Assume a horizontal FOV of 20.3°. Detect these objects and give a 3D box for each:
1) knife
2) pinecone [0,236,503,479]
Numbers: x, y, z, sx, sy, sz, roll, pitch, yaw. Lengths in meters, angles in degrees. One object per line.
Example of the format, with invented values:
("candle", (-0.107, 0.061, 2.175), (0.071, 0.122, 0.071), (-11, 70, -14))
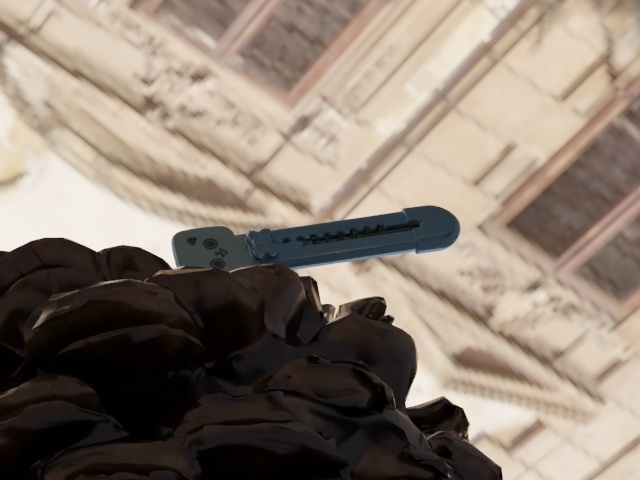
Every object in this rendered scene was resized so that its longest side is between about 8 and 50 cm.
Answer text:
("knife", (0.000, 0.000, 0.573), (0.096, 0.010, 0.027), (-8, -132, -16))
("pinecone", (-0.050, 0.110, 0.463), (0.221, 0.221, 0.221), (26, -140, -24))
